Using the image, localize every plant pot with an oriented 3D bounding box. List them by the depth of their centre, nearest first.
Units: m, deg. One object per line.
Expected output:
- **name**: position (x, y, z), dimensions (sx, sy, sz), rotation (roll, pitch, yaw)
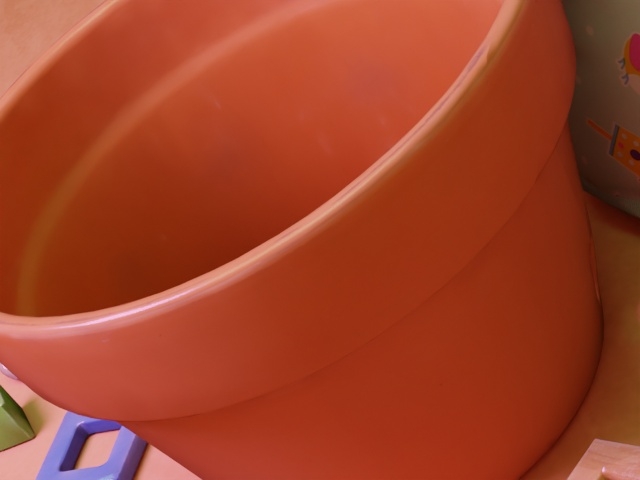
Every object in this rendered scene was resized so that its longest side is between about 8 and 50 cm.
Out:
- **plant pot**: position (0.000, 0.000, 0.632), dimensions (0.291, 0.203, 0.291), rotation (-23, 33, 16)

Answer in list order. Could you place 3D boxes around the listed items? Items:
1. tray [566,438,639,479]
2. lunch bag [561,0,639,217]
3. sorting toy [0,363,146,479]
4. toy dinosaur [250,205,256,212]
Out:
- **tray**: position (0.178, 0.173, 0.321), dimensions (0.203, 0.076, 0.411), rotation (-49, 28, -23)
- **lunch bag**: position (0.191, -0.132, 0.621), dimensions (0.262, 0.223, 0.160), rotation (-5, 36, 39)
- **sorting toy**: position (-0.098, 0.006, 0.853), dimensions (0.196, 0.047, 0.348), rotation (-2, 44, 39)
- **toy dinosaur**: position (-0.007, -0.061, 0.830), dimensions (0.183, 0.092, 0.053), rotation (-38, -15, -40)
